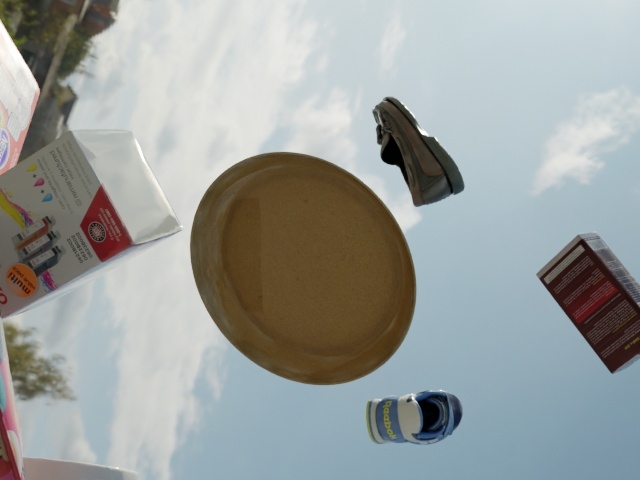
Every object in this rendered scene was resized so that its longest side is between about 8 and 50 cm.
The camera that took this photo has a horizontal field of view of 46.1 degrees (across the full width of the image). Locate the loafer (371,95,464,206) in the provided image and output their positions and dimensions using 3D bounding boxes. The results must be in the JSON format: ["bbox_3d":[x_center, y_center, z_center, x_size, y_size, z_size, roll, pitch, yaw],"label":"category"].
[{"bbox_3d":[0.129,-0.145,1.184,0.084,0.096,0.267,-30,-141,-1],"label":"loafer"}]

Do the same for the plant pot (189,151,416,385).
[{"bbox_3d":[-0.017,0.027,0.722,0.236,0.236,0.032,-54,173,30],"label":"plant pot"}]

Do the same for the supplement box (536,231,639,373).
[{"bbox_3d":[0.538,0.115,1.428,0.130,0.073,0.239,-52,-123,37],"label":"supplement box"}]

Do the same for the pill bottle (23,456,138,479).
[{"bbox_3d":[-0.333,0.469,0.869,0.229,0.229,0.408,-27,-129,55],"label":"pill bottle"}]

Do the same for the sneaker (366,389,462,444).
[{"bbox_3d":[0.105,0.170,0.722,0.059,0.144,0.053,-21,-106,36],"label":"sneaker"}]

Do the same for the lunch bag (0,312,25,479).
[{"bbox_3d":[-0.399,0.147,0.636,0.120,0.258,0.293,-144,-131,-62],"label":"lunch bag"}]

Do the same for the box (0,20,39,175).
[{"bbox_3d":[-0.473,-0.142,0.934,0.154,0.142,0.300,73,11,-49],"label":"box"}]

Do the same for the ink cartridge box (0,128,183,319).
[{"bbox_3d":[-0.265,-0.019,0.784,0.176,0.128,0.127,-28,-178,16],"label":"ink cartridge box"}]
